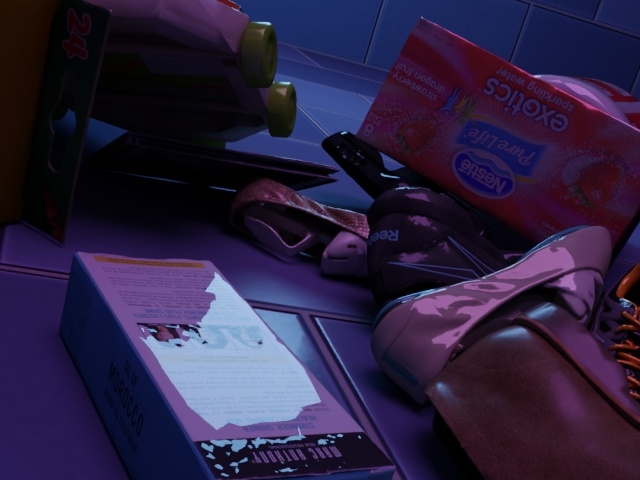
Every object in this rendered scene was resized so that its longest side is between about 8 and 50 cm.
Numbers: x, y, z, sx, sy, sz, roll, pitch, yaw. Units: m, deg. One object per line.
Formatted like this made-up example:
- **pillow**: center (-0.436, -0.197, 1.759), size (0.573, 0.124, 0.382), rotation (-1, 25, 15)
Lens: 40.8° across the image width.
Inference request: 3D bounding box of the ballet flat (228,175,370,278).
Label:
- **ballet flat**: center (0.000, 0.000, 0.838), size (0.206, 0.073, 0.067), rotation (20, 45, 18)

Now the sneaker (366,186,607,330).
- **sneaker**: center (0.150, 0.054, 0.773), size (0.267, 0.101, 0.106), rotation (24, 54, -18)

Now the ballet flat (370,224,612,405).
- **ballet flat**: center (0.155, 0.059, 0.665), size (0.248, 0.086, 0.086), rotation (-20, 34, -25)

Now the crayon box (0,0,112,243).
- **crayon box**: center (-0.330, -0.141, 0.704), size (0.318, 0.202, 0.081), rotation (23, 19, 22)

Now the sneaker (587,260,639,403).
- **sneaker**: center (0.232, 0.092, 0.650), size (0.084, 0.083, 0.215), rotation (19, 41, 8)

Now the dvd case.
- **dvd case**: center (-0.115, -0.077, 0.903), size (0.221, 0.018, 0.164), rotation (8, -7, -27)

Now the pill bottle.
- **pill bottle**: center (0.343, -0.110, 1.191), size (0.229, 0.229, 0.407), rotation (24, 19, 22)

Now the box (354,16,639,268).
- **box**: center (0.211, -0.099, 0.937), size (0.300, 0.154, 0.142), rotation (34, 13, 19)

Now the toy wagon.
- **toy wagon**: center (-0.159, -0.151, 0.851), size (0.267, 0.068, 0.344), rotation (6, -13, 9)

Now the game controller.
- **game controller**: center (0.091, -0.046, 0.968), size (0.166, 0.067, 0.319), rotation (26, 10, -17)

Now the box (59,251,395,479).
- **box**: center (-0.068, 0.085, 0.494), size (0.100, 0.060, 0.244), rotation (5, 21, -32)

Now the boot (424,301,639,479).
- **boot**: center (0.170, 0.159, 0.483), size (0.115, 0.112, 0.305), rotation (-23, 38, -16)
